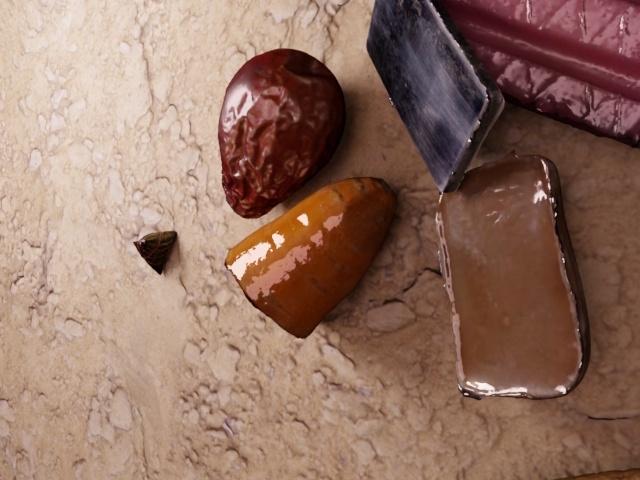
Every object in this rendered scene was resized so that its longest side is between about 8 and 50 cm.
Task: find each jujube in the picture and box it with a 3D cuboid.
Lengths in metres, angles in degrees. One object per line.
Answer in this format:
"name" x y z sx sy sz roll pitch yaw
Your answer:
"jujube" -0.064 -0.137 0.737 0.168 0.168 0.236 47 129 22

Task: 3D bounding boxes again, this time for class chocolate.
"chocolate" 0.217 0.040 0.597 0.161 0.083 0.261 -11 81 50

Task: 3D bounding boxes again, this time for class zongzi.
"zongzi" -0.298 0.011 0.939 0.074 0.067 0.083 34 126 19

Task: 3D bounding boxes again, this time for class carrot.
"carrot" 0.000 0.000 0.705 0.225 0.159 0.159 -46 69 14

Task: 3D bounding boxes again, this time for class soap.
"soap" 0.236 -0.227 0.560 0.289 0.112 0.182 32 107 27

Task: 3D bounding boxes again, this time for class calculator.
"calculator" 0.110 -0.194 0.607 0.161 0.021 0.261 101 152 -60

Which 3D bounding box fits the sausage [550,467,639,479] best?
"sausage" 0.343 0.279 0.504 0.501 0.123 0.136 -21 83 30
